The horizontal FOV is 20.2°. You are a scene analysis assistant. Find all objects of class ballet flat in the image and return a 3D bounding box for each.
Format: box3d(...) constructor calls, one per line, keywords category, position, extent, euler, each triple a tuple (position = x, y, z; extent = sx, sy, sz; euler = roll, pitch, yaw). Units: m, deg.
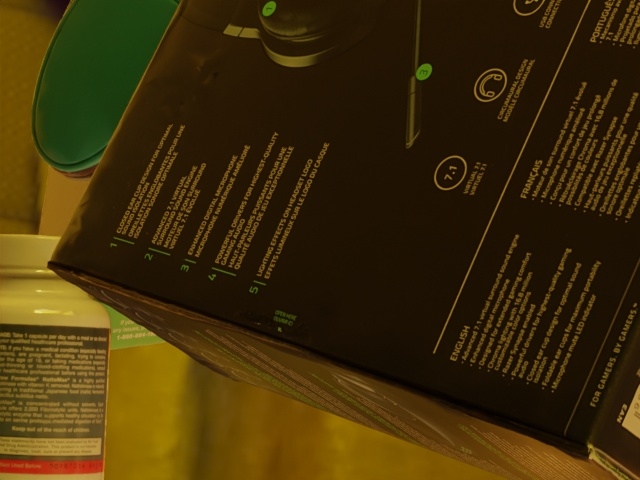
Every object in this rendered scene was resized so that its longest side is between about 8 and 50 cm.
box3d(category="ballet flat", position=(-0.059, -0.120, 0.786), extent=(0.072, 0.068, 0.213), euler=(34, 111, 21))

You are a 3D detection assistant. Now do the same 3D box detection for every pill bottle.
box3d(category="pill bottle", position=(-0.205, 0.088, 1.295), extent=(0.108, 0.108, 0.180), euler=(-4, 83, 60))

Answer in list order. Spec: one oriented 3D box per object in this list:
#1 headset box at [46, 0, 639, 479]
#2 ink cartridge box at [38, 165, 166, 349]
box3d(category="headset box", position=(0.063, -0.047, 0.672), extent=(0.283, 0.131, 0.246), euler=(15, 75, 42))
box3d(category="ink cartridge box", position=(-0.134, -0.060, 1.657), extent=(0.121, 0.211, 0.289), euler=(31, 118, 44))
